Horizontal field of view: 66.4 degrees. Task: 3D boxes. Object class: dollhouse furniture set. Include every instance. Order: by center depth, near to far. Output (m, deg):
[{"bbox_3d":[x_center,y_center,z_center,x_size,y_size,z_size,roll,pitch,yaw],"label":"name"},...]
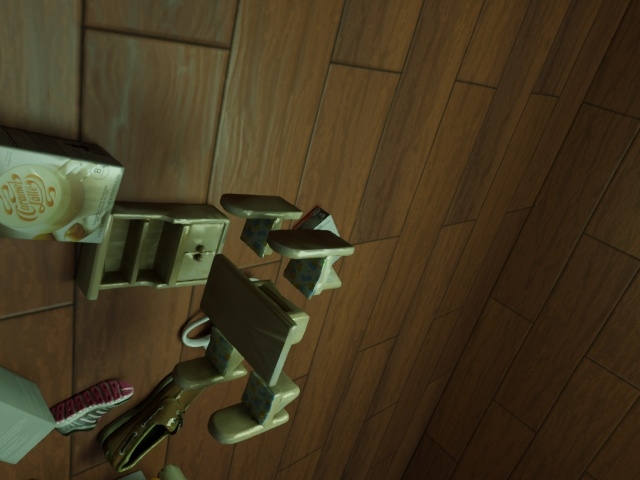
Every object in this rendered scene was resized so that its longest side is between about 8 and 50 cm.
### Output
[{"bbox_3d":[-0.208,0.087,0.840,0.257,0.394,0.362,-3,120,-46],"label":"dollhouse furniture set"}]

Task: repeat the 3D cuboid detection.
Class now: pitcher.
[{"bbox_3d":[-0.215,0.186,1.159,0.178,0.125,0.207,19,116,-37],"label":"pitcher"}]

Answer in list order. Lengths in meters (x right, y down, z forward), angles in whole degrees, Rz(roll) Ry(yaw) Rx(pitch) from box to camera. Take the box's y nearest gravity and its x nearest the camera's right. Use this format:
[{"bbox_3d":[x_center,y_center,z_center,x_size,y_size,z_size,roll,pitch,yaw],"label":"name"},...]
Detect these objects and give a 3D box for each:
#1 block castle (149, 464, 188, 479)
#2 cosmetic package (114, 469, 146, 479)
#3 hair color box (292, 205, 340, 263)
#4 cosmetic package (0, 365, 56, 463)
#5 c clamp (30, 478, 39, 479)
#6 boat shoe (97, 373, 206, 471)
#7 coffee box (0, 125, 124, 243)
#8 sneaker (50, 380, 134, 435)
[{"bbox_3d":[-0.404,0.779,1.146,0.303,0.213,0.453,-19,134,-37],"label":"block castle"},{"bbox_3d":[-0.532,0.673,1.196,0.231,0.117,0.085,-1,120,-45],"label":"cosmetic package"},{"bbox_3d":[0.000,0.000,1.284,0.093,0.053,0.167,-42,143,-14],"label":"hair color box"},{"bbox_3d":[-0.575,0.268,0.813,0.107,0.127,0.238,-45,141,-12],"label":"cosmetic package"},{"bbox_3d":[-0.622,0.594,1.051,0.022,0.137,0.160,-7,143,12],"label":"c clamp"},{"bbox_3d":[-0.371,0.422,1.176,0.307,0.104,0.110,-39,141,-18],"label":"boat shoe"},{"bbox_3d":[-0.436,-0.081,0.704,0.247,0.098,0.141,4,115,-49],"label":"coffee box"},{"bbox_3d":[-0.483,0.360,1.042,0.171,0.063,0.074,-21,133,-30],"label":"sneaker"}]
